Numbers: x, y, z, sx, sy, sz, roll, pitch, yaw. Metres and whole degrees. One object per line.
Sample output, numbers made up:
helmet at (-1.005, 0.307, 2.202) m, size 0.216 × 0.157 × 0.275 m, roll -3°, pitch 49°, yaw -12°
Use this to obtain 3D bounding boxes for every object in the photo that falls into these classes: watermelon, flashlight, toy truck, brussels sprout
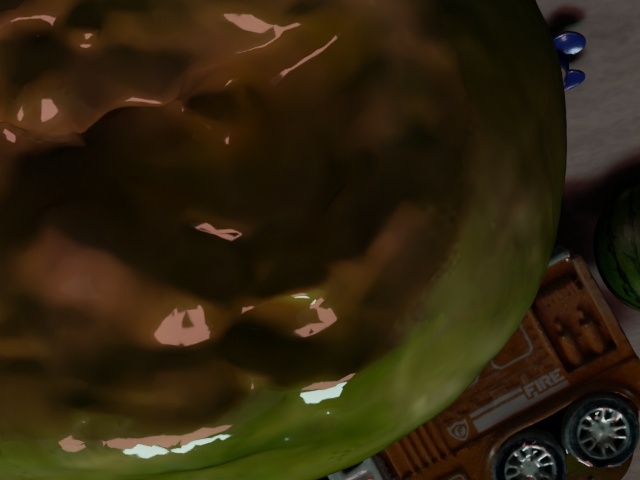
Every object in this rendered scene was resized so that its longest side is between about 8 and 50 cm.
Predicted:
watermelon at (0.240, 0.009, 0.814) m, size 0.109 × 0.109 × 0.109 m, roll -2°, pitch 153°, yaw -1°
flashlight at (0.093, -0.093, 0.677) m, size 0.121 × 0.035 × 0.057 m, roll -7°, pitch 153°, yaw 9°
toy truck at (0.084, 0.124, 0.866) m, size 0.305 × 0.162 × 0.136 m, roll -28°, pitch -174°, yaw 3°
brussels sprout at (-0.067, -0.050, 0.475) m, size 0.344 × 0.344 × 0.268 m, roll 3°, pitch 115°, yaw -11°

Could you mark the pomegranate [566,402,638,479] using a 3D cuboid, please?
pomegranate at (0.170, 0.158, 1.011) m, size 0.209 × 0.180 × 0.180 m, roll -7°, pitch 159°, yaw -33°
